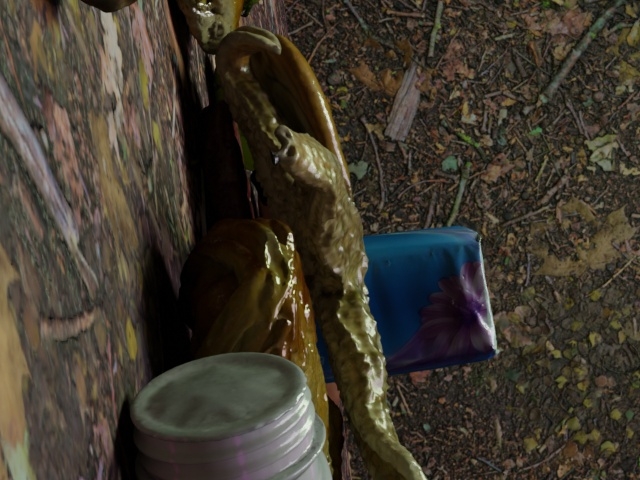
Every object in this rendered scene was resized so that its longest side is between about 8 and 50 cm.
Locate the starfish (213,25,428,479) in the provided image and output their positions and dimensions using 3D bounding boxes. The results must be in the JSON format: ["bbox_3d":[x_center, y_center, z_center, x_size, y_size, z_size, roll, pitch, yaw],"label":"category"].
[{"bbox_3d":[0.000,0.000,1.186,0.432,0.082,0.324,-116,-168,-58],"label":"starfish"}]

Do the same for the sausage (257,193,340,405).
[{"bbox_3d":[-0.023,0.087,1.924,0.088,0.088,0.433,-94,174,-55],"label":"sausage"}]

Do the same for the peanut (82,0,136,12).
[{"bbox_3d":[-0.128,-0.206,0.752,0.228,0.086,0.104,78,14,-69],"label":"peanut"}]

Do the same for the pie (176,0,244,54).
[{"bbox_3d":[-0.109,-0.274,1.380,0.163,0.079,0.193,84,0,-68],"label":"pie"}]

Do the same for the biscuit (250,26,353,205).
[{"bbox_3d":[-0.020,-0.084,1.363,0.260,0.041,0.203,67,-24,3],"label":"biscuit"}]

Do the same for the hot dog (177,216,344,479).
[{"bbox_3d":[-0.055,0.097,1.053,0.259,0.114,0.175,76,11,-45],"label":"hot dog"}]

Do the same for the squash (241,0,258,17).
[{"bbox_3d":[-0.105,-0.373,1.725,0.318,0.071,0.080,72,11,-72],"label":"squash"}]

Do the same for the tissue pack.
[{"bbox_3d":[0.045,0.069,1.491,0.198,0.263,0.146,-12,94,-87],"label":"tissue pack"}]

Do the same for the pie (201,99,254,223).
[{"bbox_3d":[-0.094,-0.066,1.431,0.153,0.038,0.153,-10,90,-89],"label":"pie"}]

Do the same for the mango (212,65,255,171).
[{"bbox_3d":[-0.071,-0.147,1.568,0.117,0.089,0.163,-93,175,-56],"label":"mango"}]

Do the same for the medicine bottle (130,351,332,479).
[{"bbox_3d":[-0.036,0.236,0.897,0.179,0.124,0.324,-95,177,-67],"label":"medicine bottle"}]
